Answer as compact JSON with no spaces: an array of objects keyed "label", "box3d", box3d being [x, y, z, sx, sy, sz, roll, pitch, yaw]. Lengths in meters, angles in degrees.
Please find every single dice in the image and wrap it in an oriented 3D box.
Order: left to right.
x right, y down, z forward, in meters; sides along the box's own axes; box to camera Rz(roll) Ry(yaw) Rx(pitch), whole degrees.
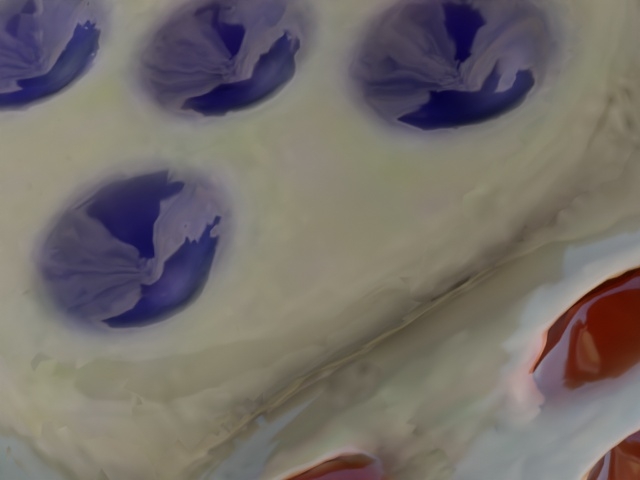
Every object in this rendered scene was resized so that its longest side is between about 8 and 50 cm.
[{"label":"dice","box3d":[0.000,0.000,0.634,0.304,0.277,0.304,-31,-128,-4]}]
